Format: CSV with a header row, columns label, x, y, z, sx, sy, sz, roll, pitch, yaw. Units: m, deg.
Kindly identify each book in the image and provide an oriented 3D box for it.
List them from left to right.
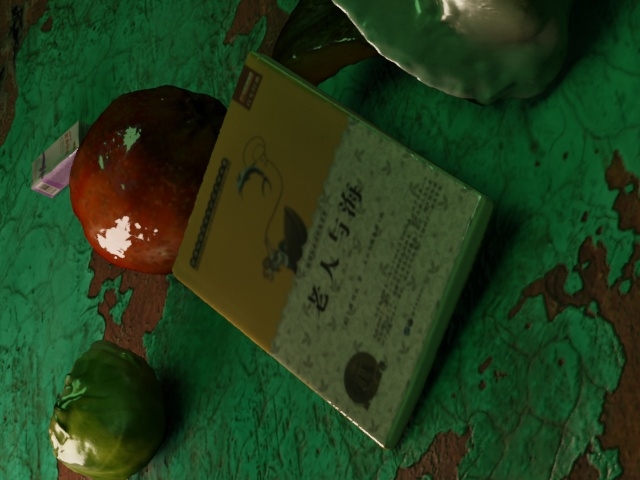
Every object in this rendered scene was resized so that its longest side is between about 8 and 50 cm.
label,x,y,z,sx,sy,sz,roll,pitch,yaw
book,0.000,0.000,1.848,0.389,0.032,0.269,35,111,45

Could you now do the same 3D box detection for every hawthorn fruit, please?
label,x,y,z,sx,sy,sz,roll,pitch,yaw
hawthorn fruit,-0.188,-0.053,2.098,0.253,0.205,0.205,-54,35,32

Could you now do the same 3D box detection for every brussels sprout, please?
label,x,y,z,sx,sy,sz,roll,pitch,yaw
brussels sprout,-0.230,0.195,2.077,0.151,0.122,0.149,99,-167,-80

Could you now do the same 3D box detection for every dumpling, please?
label,x,y,z,sx,sy,sz,roll,pitch,yaw
dumpling,0.140,-0.323,1.700,0.212,0.270,0.320,-39,43,54

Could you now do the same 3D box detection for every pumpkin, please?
label,x,y,z,sx,sy,sz,roll,pitch,yaw
pumpkin,0.086,-0.257,1.915,0.290,0.095,0.258,2,61,46

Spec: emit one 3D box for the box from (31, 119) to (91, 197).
label,x,y,z,sx,sy,sz,roll,pitch,yaw
box,-0.341,-0.108,2.480,0.117,0.036,0.050,-38,44,37
